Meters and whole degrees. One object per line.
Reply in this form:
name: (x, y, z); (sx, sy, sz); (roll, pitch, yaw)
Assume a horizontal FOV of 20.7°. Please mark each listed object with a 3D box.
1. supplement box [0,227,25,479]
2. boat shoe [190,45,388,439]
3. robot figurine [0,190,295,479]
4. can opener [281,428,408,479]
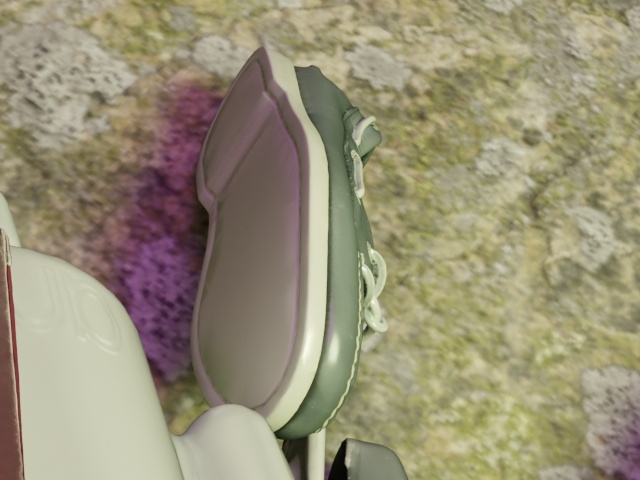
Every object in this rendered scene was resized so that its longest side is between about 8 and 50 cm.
supplement box: (-0.188, 0.054, 0.513); (0.188, 0.081, 0.104); (3, 60, -25)
boat shoe: (0.000, 0.000, 0.887); (0.099, 0.116, 0.319); (27, 22, -18)
robot figurine: (-0.142, 0.143, 0.668); (0.299, 0.200, 0.353); (-12, 55, -15)
can opener: (0.005, 0.200, 0.772); (0.095, 0.076, 0.283); (12, 48, -13)
